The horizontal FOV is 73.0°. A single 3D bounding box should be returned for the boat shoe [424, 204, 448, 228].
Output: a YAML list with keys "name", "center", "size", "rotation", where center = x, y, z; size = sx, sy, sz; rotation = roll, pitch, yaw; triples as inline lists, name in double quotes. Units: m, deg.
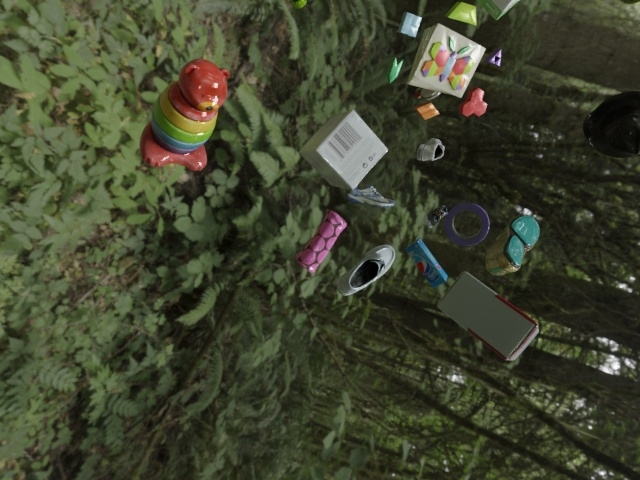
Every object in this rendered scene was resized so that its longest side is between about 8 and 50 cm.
- name: "boat shoe"
  center: [0.541, -0.118, 2.019]
  size: [0.083, 0.065, 0.183]
  rotation: [-31, -174, 29]

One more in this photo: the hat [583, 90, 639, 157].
- name: "hat"
  center: [1.279, -0.442, 1.797]
  size: [0.331, 0.331, 0.134]
  rotation: [104, 6, -52]

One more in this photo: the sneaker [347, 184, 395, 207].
- name: "sneaker"
  center: [0.146, -0.127, 1.222]
  size: [0.052, 0.135, 0.058]
  rotation: [-7, 109, -80]

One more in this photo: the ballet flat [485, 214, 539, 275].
- name: "ballet flat"
  center: [0.643, 0.015, 1.469]
  size: [0.348, 0.123, 0.123]
  rotation: [-37, 151, -46]

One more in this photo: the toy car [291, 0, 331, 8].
- name: "toy car"
  center: [-0.032, -0.835, 1.405]
  size: [0.149, 0.188, 0.155]
  rotation: [-40, 148, 2]

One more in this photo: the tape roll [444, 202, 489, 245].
- name: "tape roll"
  center: [0.654, -0.074, 1.933]
  size: [0.080, 0.188, 0.189]
  rotation: [-23, 133, -67]

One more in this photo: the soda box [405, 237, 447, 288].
- name: "soda box"
  center: [0.459, 0.097, 1.872]
  size: [0.067, 0.210, 0.071]
  rotation: [-37, 179, 26]

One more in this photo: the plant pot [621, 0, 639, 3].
- name: "plant pot"
  center: [0.573, -0.735, 0.897]
  size: [0.366, 0.352, 0.367]
  rotation: [15, 90, -87]

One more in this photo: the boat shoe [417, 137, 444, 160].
- name: "boat shoe"
  center: [0.526, -0.415, 1.990]
  size: [0.267, 0.088, 0.096]
  rotation: [-25, 126, -57]

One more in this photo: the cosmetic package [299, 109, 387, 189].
- name: "cosmetic package"
  center: [0.059, -0.252, 1.217]
  size: [0.151, 0.151, 0.183]
  rotation: [-48, -161, -4]

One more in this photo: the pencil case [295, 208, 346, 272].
- name: "pencil case"
  center: [0.000, 0.000, 1.439]
  size: [0.209, 0.095, 0.098]
  rotation: [-54, -143, 3]

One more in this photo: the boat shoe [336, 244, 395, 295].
- name: "boat shoe"
  center: [0.145, 0.081, 1.224]
  size: [0.227, 0.079, 0.081]
  rotation: [-34, -176, -30]

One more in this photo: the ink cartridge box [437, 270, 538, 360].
- name: "ink cartridge box"
  center: [0.278, 0.129, 0.706]
  size: [0.072, 0.127, 0.175]
  rotation: [-53, 150, 4]

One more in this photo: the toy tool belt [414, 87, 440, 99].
- name: "toy tool belt"
  center: [0.353, -0.477, 1.401]
  size: [0.083, 0.051, 0.052]
  rotation: [-7, -93, 52]

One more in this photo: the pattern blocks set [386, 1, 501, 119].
- name: "pattern blocks set"
  center: [0.327, -0.455, 1.120]
  size: [0.026, 0.324, 0.286]
  rotation: [-121, -147, -55]

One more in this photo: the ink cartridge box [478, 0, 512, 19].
- name: "ink cartridge box"
  center: [0.648, -0.871, 1.378]
  size: [0.198, 0.115, 0.273]
  rotation: [-41, 180, 1]

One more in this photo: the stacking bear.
- name: "stacking bear"
  center: [-0.322, -0.320, 1.066]
  size: [0.289, 0.175, 0.164]
  rotation: [-36, -117, 47]
